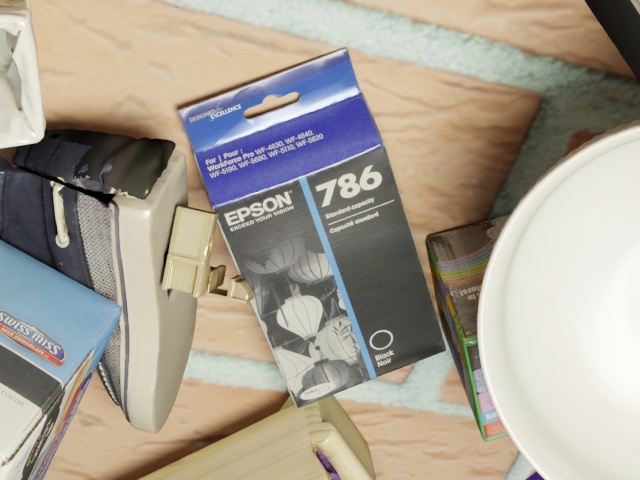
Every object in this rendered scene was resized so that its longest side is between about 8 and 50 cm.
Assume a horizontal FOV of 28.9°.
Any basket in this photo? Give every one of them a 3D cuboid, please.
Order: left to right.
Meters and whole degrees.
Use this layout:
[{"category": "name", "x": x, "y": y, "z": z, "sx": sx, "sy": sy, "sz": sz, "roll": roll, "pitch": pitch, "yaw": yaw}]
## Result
[{"category": "basket", "x": -0.303, "y": -0.142, "z": 0.970, "sx": 0.167, "sy": 0.103, "sz": 0.113, "roll": -4, "pitch": 126, "yaw": -8}]

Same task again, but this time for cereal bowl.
[{"category": "cereal bowl", "x": 0.298, "y": 0.061, "z": 0.980, "sx": 0.339, "sy": 0.141, "sz": 0.339, "roll": 4, "pitch": 104, "yaw": 15}]

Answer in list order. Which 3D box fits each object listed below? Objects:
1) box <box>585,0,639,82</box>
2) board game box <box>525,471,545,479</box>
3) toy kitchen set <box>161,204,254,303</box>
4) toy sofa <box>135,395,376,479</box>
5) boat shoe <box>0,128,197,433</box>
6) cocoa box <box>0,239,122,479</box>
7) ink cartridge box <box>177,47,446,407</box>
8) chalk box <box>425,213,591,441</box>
[{"category": "box", "x": 0.271, "y": -0.288, "z": 0.706, "sx": 0.297, "sy": 0.472, "sz": 0.480, "roll": -25, "pitch": 133, "yaw": 10}, {"category": "board game box", "x": 0.331, "y": 0.348, "z": 1.457, "sx": 0.233, "sy": 0.078, "sz": 0.347, "roll": 35, "pitch": 113, "yaw": -29}, {"category": "toy kitchen set", "x": -0.088, "y": 0.011, "z": 1.082, "sx": 0.068, "sy": 0.083, "sz": 0.075, "roll": 13, "pitch": 97, "yaw": 9}, {"category": "toy sofa", "x": -0.117, "y": 0.299, "z": 1.280, "sx": 0.362, "sy": 0.177, "sz": 0.150, "roll": -27, "pitch": 125, "yaw": 8}, {"category": "boat shoe", "x": -0.205, "y": 0.034, "z": 1.125, "sx": 0.158, "sy": 0.127, "sz": 0.340, "roll": 13, "pitch": 132, "yaw": 9}, {"category": "cocoa box", "x": -0.380, "y": 0.103, "z": 0.991, "sx": 0.347, "sy": 0.228, "sz": 0.231, "roll": 29, "pitch": 118, "yaw": 0}, {"category": "ink cartridge box", "x": 0.000, "y": 0.000, "z": 1.147, "sx": 0.165, "sy": 0.065, "sz": 0.333, "roll": -21, "pitch": 126, "yaw": 0}, {"category": "chalk box", "x": 0.190, "y": 0.089, "z": 1.158, "sx": 0.132, "sy": 0.213, "sz": 0.132, "roll": -14, "pitch": 127, "yaw": 1}]
